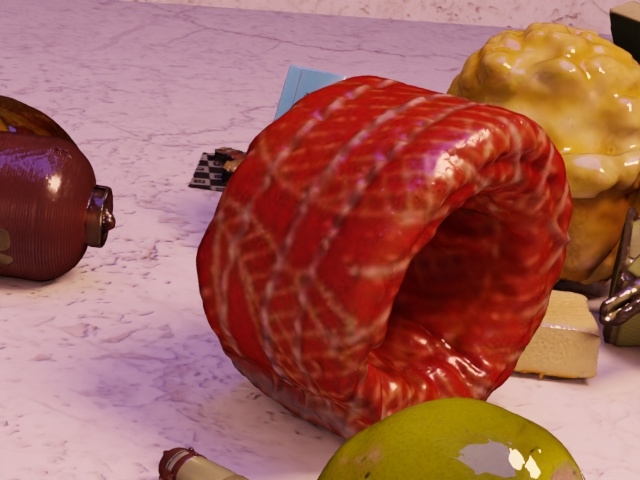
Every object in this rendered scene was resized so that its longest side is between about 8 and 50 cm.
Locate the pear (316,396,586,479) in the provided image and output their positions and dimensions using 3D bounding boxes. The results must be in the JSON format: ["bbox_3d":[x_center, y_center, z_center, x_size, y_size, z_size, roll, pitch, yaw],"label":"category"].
[{"bbox_3d":[0.095,0.208,1.097,0.219,0.187,0.187,-4,7,44],"label":"pear"}]

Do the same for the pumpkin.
[{"bbox_3d":[-0.381,-0.125,1.929,0.169,0.148,0.312,-11,30,-34],"label":"pumpkin"}]

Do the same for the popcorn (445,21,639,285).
[{"bbox_3d":[0.256,-0.095,1.803,0.349,0.349,0.381,23,35,39],"label":"popcorn"}]

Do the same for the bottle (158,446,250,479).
[{"bbox_3d":[-0.100,0.208,1.217,0.101,0.047,0.063,21,-13,46],"label":"bottle"}]

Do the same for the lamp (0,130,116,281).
[{"bbox_3d":[-0.361,-0.038,1.659,0.258,0.180,0.180,9,19,0],"label":"lamp"}]

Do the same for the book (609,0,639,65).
[{"bbox_3d":[0.465,-0.104,1.833,0.043,0.371,0.260,-17,24,-9],"label":"book"}]

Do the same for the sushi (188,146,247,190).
[{"bbox_3d":[-0.120,-0.113,2.152,0.139,0.031,0.201,7,19,-1],"label":"sushi"}]

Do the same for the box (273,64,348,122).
[{"bbox_3d":[-0.007,-0.116,1.874,0.083,0.143,0.232,12,-16,12],"label":"box"}]

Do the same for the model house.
[{"bbox_3d":[0.391,0.068,1.638,0.278,0.218,0.205,-30,52,-30],"label":"model house"}]

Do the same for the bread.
[{"bbox_3d":[0.211,0.098,1.604,0.188,0.068,0.125,6,19,-1],"label":"bread"}]

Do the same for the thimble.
[{"bbox_3d":[0.067,0.019,1.391,0.350,0.350,0.230,-12,29,-44],"label":"thimble"}]
